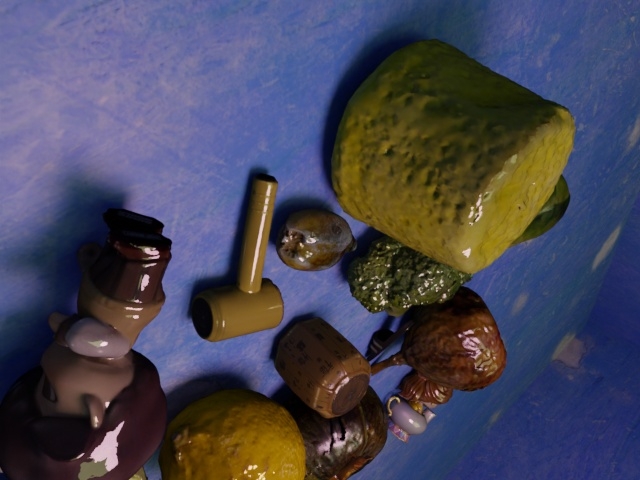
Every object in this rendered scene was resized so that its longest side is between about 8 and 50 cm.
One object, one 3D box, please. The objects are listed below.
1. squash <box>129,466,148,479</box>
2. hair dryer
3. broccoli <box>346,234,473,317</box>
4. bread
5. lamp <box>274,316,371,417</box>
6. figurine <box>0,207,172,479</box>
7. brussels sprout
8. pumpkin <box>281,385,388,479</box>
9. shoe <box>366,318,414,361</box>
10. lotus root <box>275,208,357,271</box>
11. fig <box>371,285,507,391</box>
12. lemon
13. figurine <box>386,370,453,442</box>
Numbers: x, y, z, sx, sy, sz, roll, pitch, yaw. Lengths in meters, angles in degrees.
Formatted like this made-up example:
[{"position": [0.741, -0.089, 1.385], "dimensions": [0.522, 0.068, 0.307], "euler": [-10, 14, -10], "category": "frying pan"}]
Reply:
[{"position": [-0.355, 0.412, 0.724], "dimensions": [0.220, 0.133, 0.220], "euler": [1, 88, -29], "category": "squash"}, {"position": [-0.122, 0.029, 0.793], "dimensions": [0.135, 0.090, 0.278], "euler": [-6, 116, -41], "category": "hair dryer"}, {"position": [0.204, 0.062, 1.086], "dimensions": [0.254, 0.186, 0.302], "euler": [-23, 169, 18], "category": "broccoli"}, {"position": [0.225, -0.139, 0.828], "dimensions": [0.348, 0.308, 0.348], "euler": [-29, 136, -33], "category": "bread"}, {"position": [0.003, 0.257, 1.003], "dimensions": [0.161, 0.185, 0.161], "euler": [-27, 136, -30], "category": "lamp"}, {"position": [-0.292, 0.151, 0.603], "dimensions": [0.206, 0.218, 0.364], "euler": [-9, 119, -40], "category": "figurine"}, {"position": [0.497, -0.098, 1.239], "dimensions": [0.220, 0.210, 0.271], "euler": [-26, 150, -24], "category": "brussels sprout"}, {"position": [0.015, 0.452, 1.139], "dimensions": [0.321, 0.192, 0.320], "euler": [-24, 144, -19], "category": "pumpkin"}, {"position": [0.174, 0.250, 1.286], "dimensions": [0.071, 0.049, 0.179], "euler": [-20, 155, -51], "category": "shoe"}, {"position": [0.000, 0.000, 0.880], "dimensions": [0.192, 0.088, 0.113], "euler": [1, 115, -52], "category": "lotus root"}, {"position": [0.301, 0.299, 1.324], "dimensions": [0.369, 0.286, 0.286], "euler": [-31, 143, 8], "category": "fig"}, {"position": [-0.157, 0.400, 0.894], "dimensions": [0.253, 0.253, 0.310], "euler": [-47, 137, -9], "category": "lemon"}, {"position": [0.315, 0.506, 1.564], "dimensions": [0.190, 0.142, 0.263], "euler": [36, 90, -29], "category": "figurine"}]
